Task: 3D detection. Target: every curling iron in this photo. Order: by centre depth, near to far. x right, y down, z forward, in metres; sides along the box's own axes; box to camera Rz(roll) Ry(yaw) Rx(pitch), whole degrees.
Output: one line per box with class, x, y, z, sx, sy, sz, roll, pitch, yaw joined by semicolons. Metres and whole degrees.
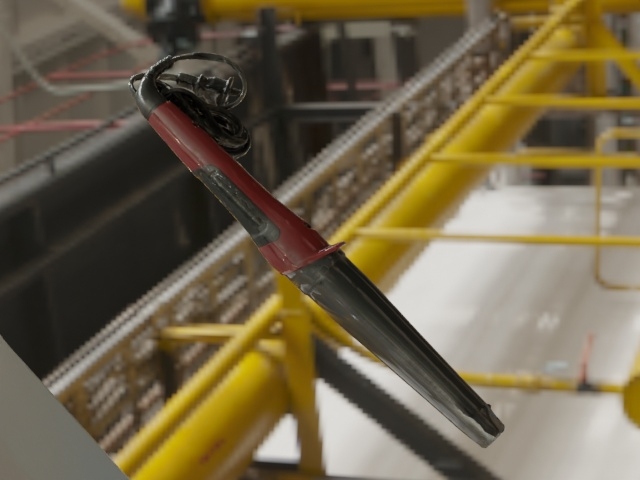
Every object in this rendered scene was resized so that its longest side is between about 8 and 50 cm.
curling iron;0.000;0.000;0.837;0.068;0.274;0.035;-32;-16;-39

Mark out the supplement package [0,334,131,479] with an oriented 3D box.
supplement package;-0.185;0.141;0.396;0.262;0.198;0.199;-90;-23;-43
